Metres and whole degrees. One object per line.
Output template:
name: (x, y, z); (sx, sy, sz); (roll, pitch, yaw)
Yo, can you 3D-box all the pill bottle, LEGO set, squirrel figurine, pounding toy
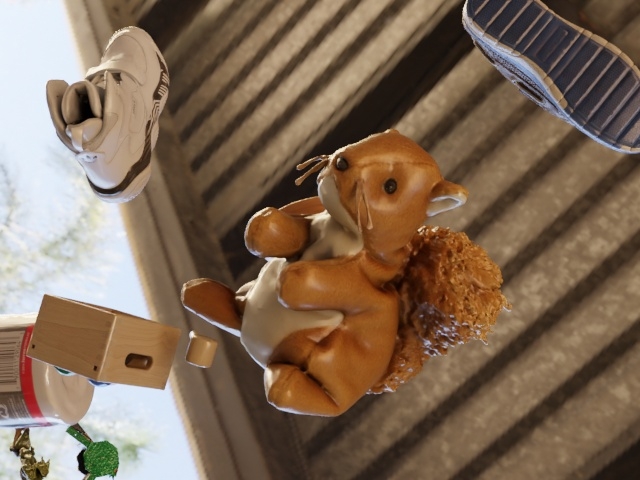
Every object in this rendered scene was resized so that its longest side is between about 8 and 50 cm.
pill bottle: (-0.521, 0.201, 1.682); (0.319, 0.176, 0.176); (-4, -120, 12)
LEGO set: (-0.523, 0.376, 1.874); (0.192, 0.331, 0.255); (-31, -148, 63)
squirrel figurine: (0.073, 0.034, 1.546); (0.370, 0.397, 0.281); (-61, -141, 13)
pounding toy: (-0.223, 0.145, 1.371); (0.206, 0.181, 0.094); (13, -95, 33)

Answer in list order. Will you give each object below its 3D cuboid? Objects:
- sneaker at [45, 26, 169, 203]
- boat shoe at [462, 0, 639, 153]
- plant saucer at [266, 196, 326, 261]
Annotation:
sneaker: (-0.371, -0.266, 1.946); (0.137, 0.210, 0.365); (-5, -119, 13)
boat shoe: (0.191, -0.135, 0.876); (0.183, 0.066, 0.066); (44, -94, 7)
plant saucer: (0.000, 0.000, 1.742); (0.200, 0.200, 0.037); (-31, -128, 31)
